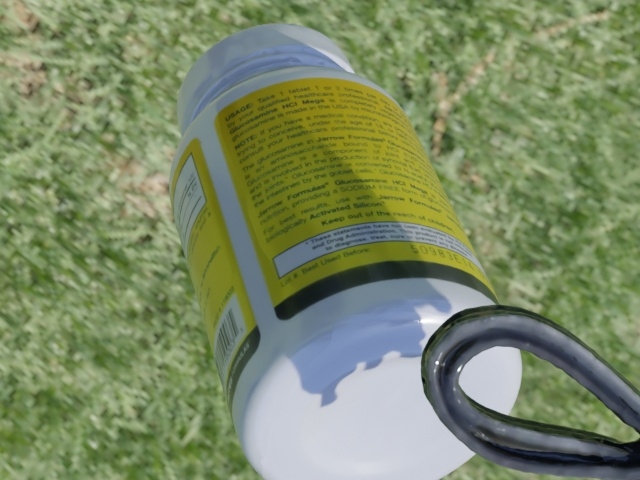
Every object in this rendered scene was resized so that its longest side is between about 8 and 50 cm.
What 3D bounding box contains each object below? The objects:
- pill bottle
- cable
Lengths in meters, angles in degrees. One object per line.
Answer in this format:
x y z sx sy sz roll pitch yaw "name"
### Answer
0.000 0.000 1.054 0.188 0.334 0.188 -10 135 -10 "pill bottle"
0.177 0.119 0.664 0.139 0.072 0.287 -43 104 12 "cable"
